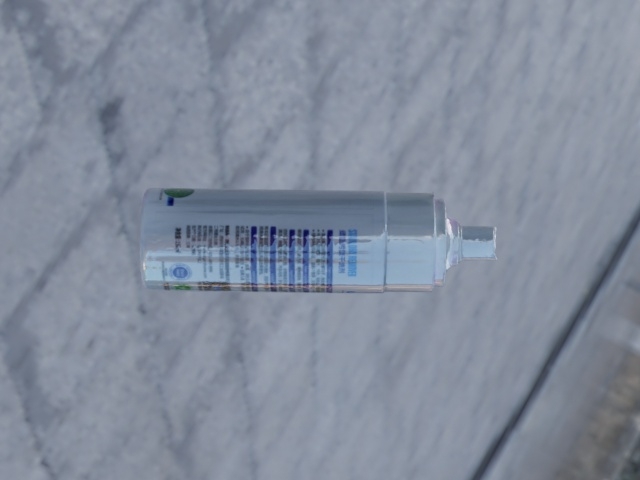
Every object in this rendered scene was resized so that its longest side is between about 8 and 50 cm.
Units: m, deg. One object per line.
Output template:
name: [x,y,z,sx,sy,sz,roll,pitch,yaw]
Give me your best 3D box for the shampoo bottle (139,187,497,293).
shampoo bottle: [0.000,0.000,1.384,0.092,0.303,0.092,0,90,-89]
